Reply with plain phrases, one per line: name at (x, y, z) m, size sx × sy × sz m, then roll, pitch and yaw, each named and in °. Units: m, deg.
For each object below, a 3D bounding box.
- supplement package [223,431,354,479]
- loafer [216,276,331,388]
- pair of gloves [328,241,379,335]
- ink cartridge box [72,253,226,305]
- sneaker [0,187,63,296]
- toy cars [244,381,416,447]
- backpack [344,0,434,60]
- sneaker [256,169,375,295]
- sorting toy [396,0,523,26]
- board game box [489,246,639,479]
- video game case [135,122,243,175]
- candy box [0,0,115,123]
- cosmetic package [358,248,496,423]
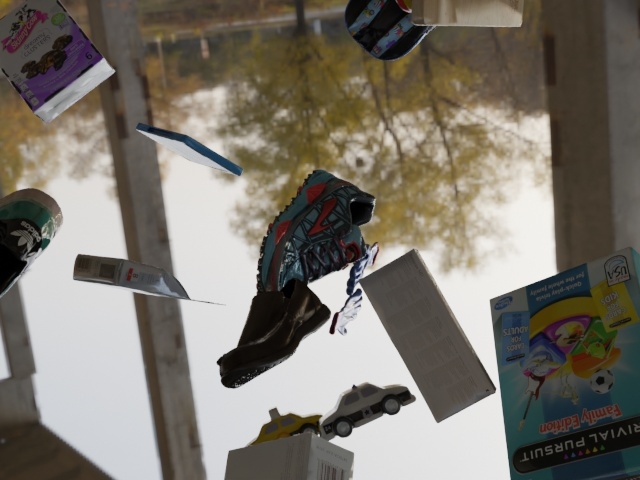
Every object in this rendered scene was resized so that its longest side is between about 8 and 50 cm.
supplement package at (-0.051, 0.366, 1.361) m, size 0.179 × 0.105 × 0.105 m, roll -21°, pitch 140°, yaw 36°
loafer at (-0.065, 0.103, 1.060) m, size 0.080 × 0.078 × 0.220 m, roll -33°, pitch -179°, yaw 26°
pair of gloves at (0.065, 0.093, 1.666) m, size 0.023 × 0.198 × 0.159 m, roll 21°, pitch -162°, yaw 14°
ink cartridge box at (-0.242, 0.056, 1.295) m, size 0.179 × 0.045 × 0.145 m, roll 12°, pitch 175°, yaw -39°
sneaker at (-0.479, 0.040, 1.203) m, size 0.302 × 0.108 × 0.121 m, roll -32°, pitch -159°, yaw 25°
toy cars at (-0.003, 0.326, 1.684) m, size 0.394 × 0.087 × 0.176 m, roll -27°, pitch 175°, yaw 37°
backpack at (0.132, -0.417, 1.650) m, size 0.173 × 0.158 × 0.117 m, roll -48°, pitch -173°, yaw 5°
sneaker at (0.000, 0.000, 1.254) m, size 0.125 × 0.104 × 0.262 m, roll 19°, pitch -130°, yaw 15°
sorting toy at (0.208, -0.461, 1.386) m, size 0.255 × 0.257 × 0.089 m, roll -12°, pitch -162°, yaw -43°
board game box at (0.397, 0.207, 1.362) m, size 0.254 × 0.336 × 0.079 m, roll -26°, pitch 139°, yaw 34°
video game case at (-0.211, -0.147, 1.446) m, size 0.119 × 0.015 × 0.166 m, roll 31°, pitch 173°, yaw -38°
candy box at (-0.511, -0.347, 1.682) m, size 0.165 × 0.196 × 0.070 m, roll -39°, pitch 168°, yaw -3°
cosmetic package at (0.159, 0.138, 1.335) m, size 0.099 × 0.239 × 0.060 m, roll -30°, pitch 171°, yaw 12°
